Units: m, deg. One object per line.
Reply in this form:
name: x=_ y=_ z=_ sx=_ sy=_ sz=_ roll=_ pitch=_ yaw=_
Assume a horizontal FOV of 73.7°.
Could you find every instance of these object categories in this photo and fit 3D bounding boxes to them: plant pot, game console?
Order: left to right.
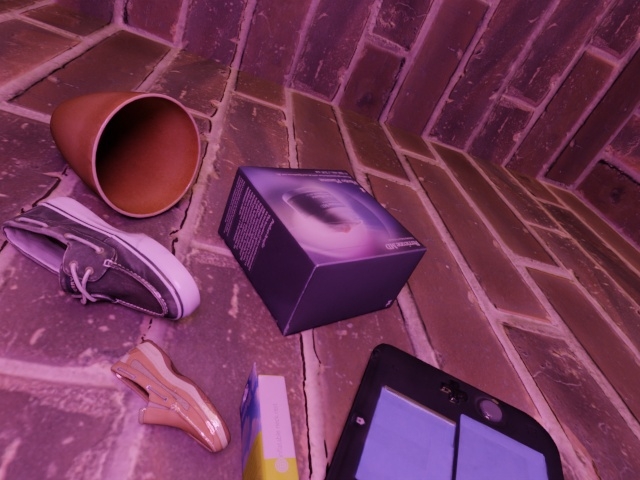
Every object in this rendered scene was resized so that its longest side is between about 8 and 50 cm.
plant pot: x=-0.418 y=-0.202 z=0.865 sx=0.254 sy=0.237 sz=0.237 roll=25 pitch=28 yaw=27
game console: x=0.191 y=0.342 z=0.612 sx=0.341 sy=0.060 sz=0.386 roll=29 pitch=31 yaw=6

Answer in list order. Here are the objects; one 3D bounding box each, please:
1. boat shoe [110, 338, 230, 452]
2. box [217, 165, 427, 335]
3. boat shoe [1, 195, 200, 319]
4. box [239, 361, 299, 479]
boat shoe: x=-0.197 y=0.210 z=0.544 sx=0.189 sy=0.068 sz=0.072 roll=31 pitch=43 yaw=28
box: x=0.000 y=0.000 z=0.872 sx=0.296 sy=0.183 sz=0.294 roll=-6 pitch=45 yaw=-40
boat shoe: x=-0.340 y=0.044 z=0.652 sx=0.334 sy=0.121 sz=0.119 roll=24 pitch=37 yaw=19
box: x=-0.067 y=0.253 z=0.515 sx=0.042 sy=0.109 sz=0.178 roll=8 pitch=35 yaw=-19
